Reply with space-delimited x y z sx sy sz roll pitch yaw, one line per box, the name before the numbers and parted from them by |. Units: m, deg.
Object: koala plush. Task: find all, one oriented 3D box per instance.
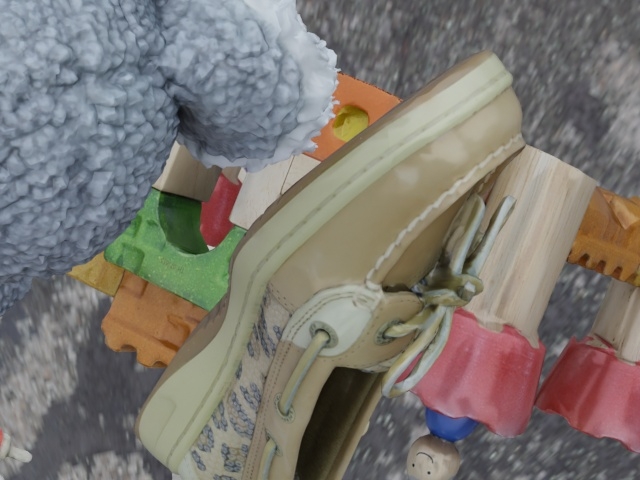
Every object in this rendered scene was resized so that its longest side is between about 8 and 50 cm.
koala plush | -0.113 -0.042 0.503 0.196 0.221 0.203 -12 101 -37

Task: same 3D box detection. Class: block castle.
block castle | 0.000 0.000 1.175 0.453 0.303 0.213 25 94 30

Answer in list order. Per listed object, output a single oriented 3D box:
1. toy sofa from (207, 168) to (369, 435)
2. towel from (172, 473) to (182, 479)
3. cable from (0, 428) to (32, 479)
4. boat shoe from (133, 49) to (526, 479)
toy sofa | -0.097 0.045 1.659 0.177 0.150 0.362 -42 113 -9
towel | -0.084 0.235 1.902 0.049 0.187 0.282 7 83 -46
cable | -0.345 0.136 1.379 0.287 0.072 0.139 39 45 -32
boat shoe | 0.015 0.032 0.709 0.104 0.285 0.089 -34 77 -36
